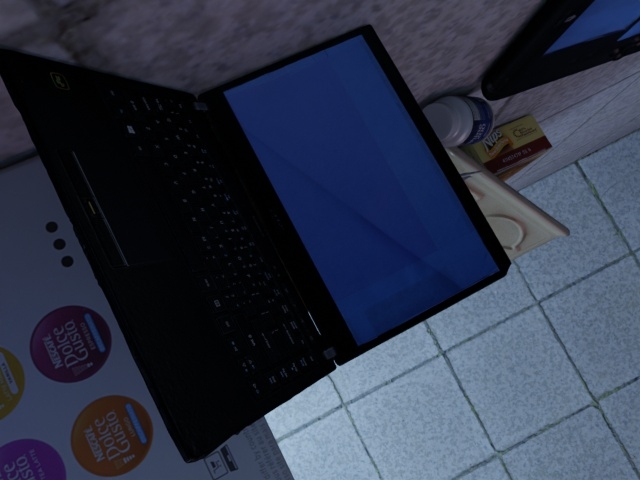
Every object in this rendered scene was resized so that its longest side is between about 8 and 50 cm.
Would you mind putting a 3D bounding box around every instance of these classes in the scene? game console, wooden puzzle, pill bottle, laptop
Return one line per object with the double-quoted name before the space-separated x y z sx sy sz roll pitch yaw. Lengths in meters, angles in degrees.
"game console" 0.395 -0.299 0.677 0.342 0.060 0.386 -26 171 -15
"wooden puzzle" 0.240 -0.041 1.178 0.348 0.322 0.080 -33 -145 47
"pill bottle" 0.180 -0.158 0.809 0.067 0.067 0.120 -34 169 37
"laptop" -0.013 -0.036 0.388 0.137 0.234 0.264 -33 170 24

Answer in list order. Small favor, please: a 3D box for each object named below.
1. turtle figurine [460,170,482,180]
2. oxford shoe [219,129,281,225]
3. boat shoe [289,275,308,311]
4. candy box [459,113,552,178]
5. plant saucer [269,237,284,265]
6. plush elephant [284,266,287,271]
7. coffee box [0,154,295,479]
"turtle figurine" 0.101 -0.079 0.880 0.234 0.118 0.175 -9 151 -18
"oxford shoe" -0.021 -0.077 0.643 0.130 0.122 0.348 -2 -176 25
"boat shoe" 0.000 0.000 1.024 0.105 0.089 0.285 10 130 -22
"candy box" 0.314 -0.133 1.295 0.183 0.087 0.316 -24 169 -26
"plant saucer" -0.014 0.006 0.758 0.318 0.043 0.317 1 -179 0
"plush elephant" -0.192 0.187 1.094 0.330 0.271 0.255 -1 164 16
"coffee box" -0.242 0.167 0.532 0.335 0.337 0.338 -25 172 -16
